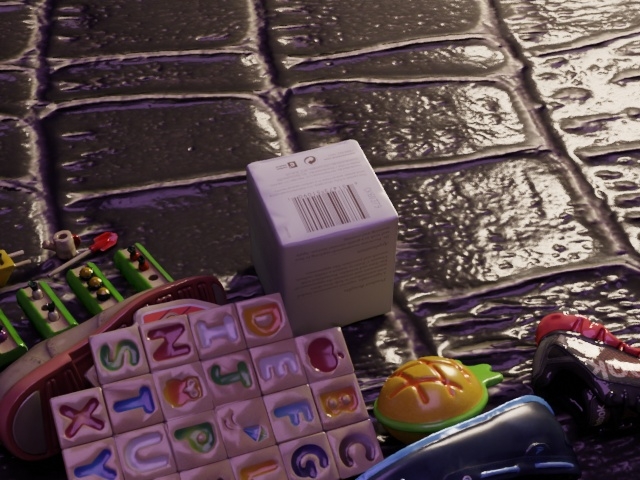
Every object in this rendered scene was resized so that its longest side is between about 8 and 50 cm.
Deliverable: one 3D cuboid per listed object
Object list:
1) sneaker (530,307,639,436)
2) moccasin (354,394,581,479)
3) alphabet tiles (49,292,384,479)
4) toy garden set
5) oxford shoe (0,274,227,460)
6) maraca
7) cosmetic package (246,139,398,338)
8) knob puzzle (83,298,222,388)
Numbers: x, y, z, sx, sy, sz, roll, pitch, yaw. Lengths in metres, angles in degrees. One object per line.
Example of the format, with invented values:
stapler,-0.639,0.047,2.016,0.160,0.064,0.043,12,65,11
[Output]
sneaker,0.371,0.181,1.322,0.276,0.097,0.135,19,48,19
moccasin,0.142,0.272,1.201,0.342,0.137,0.117,-24,60,-23
alphabet tiles,-0.109,0.213,1.242,0.342,0.011,0.285,-12,72,-19
toy garden set,-0.338,0.044,1.441,0.244,0.049,0.204,-23,40,-24
oxford shoe,-0.262,0.128,1.342,0.130,0.123,0.348,10,29,43
maraca,0.138,0.180,1.317,0.127,0.099,0.186,8,21,32
cosmetic package,0.000,0.000,1.424,0.151,0.183,0.151,-13,49,-14
knob puzzle,-0.145,0.151,1.298,0.213,0.030,0.213,7,75,-29
